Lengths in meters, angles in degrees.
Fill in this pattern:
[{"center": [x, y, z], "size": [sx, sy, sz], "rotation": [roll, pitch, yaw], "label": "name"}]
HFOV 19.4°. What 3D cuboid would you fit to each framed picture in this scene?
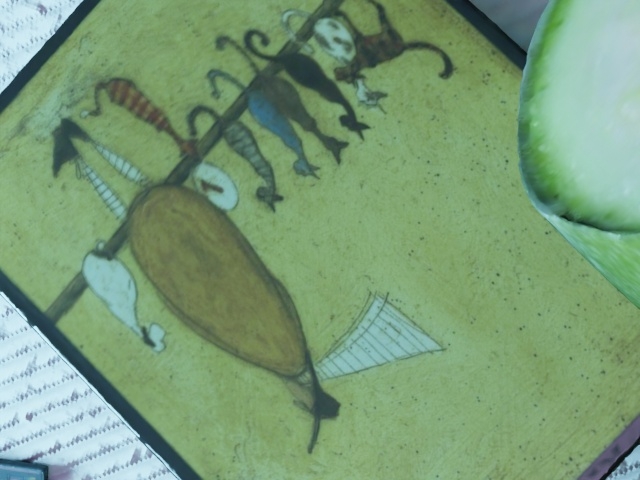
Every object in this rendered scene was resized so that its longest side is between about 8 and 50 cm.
[{"center": [0.000, 0.000, 0.866], "size": [0.338, 0.014, 0.255], "rotation": [45, 96, 14], "label": "framed picture"}]

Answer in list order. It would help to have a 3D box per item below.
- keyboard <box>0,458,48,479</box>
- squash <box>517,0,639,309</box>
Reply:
[{"center": [-0.233, 0.134, 1.006], "size": [0.176, 0.014, 0.055], "rotation": [7, 106, 7], "label": "keyboard"}, {"center": [0.291, 0.007, 0.715], "size": [0.263, 0.263, 0.384], "rotation": [-43, 116, 16], "label": "squash"}]
